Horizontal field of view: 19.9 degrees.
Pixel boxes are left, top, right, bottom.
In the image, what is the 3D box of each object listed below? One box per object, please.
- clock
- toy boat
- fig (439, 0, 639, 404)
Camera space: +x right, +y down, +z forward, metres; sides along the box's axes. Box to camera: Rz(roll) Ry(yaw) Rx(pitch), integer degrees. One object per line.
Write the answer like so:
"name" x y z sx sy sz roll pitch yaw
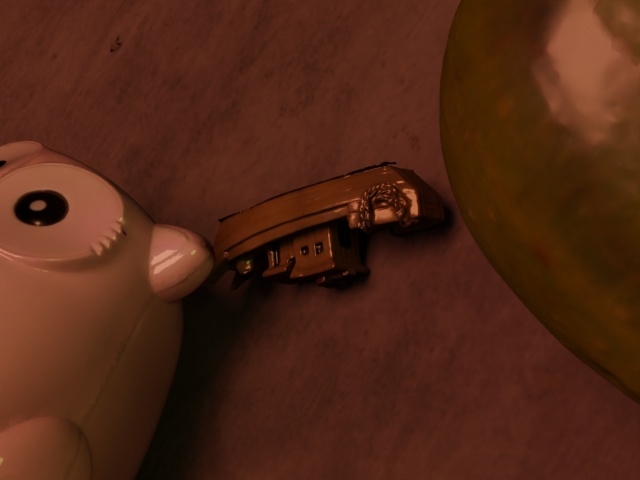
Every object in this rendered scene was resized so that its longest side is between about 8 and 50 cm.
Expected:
"clock" -0.266 0.111 1.360 0.376 0.250 0.368 -46 41 -15
"toy boat" 0.000 0.000 1.324 0.206 0.064 0.072 -20 70 38
"fig" 0.203 -0.043 1.004 0.258 0.258 0.326 -33 59 26
